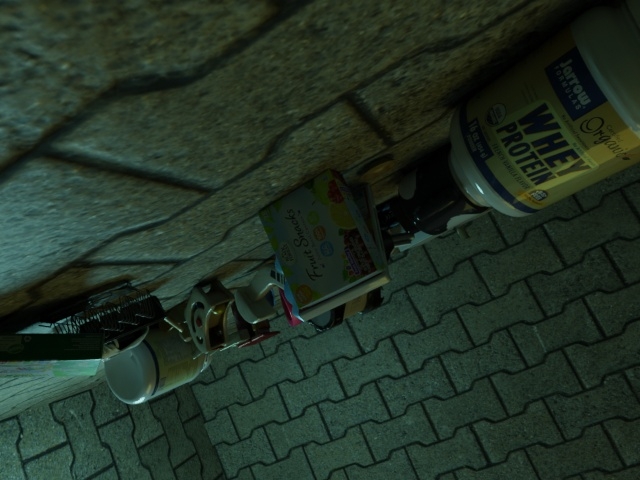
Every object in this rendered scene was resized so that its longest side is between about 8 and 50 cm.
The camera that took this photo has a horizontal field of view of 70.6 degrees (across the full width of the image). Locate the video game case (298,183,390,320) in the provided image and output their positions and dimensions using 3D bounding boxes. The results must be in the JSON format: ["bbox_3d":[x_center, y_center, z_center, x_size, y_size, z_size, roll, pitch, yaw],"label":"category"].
[{"bbox_3d":[0.038,0.017,0.974,0.204,0.285,0.025,-28,128,22],"label":"video game case"}]

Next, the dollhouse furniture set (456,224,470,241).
[{"bbox_3d":[0.584,-0.093,1.859,0.101,0.182,0.161,-26,170,6],"label":"dollhouse furniture set"}]

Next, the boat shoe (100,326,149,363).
[{"bbox_3d":[-0.626,0.302,1.323,0.084,0.095,0.258,-37,175,36],"label":"boat shoe"}]

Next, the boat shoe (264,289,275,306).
[{"bbox_3d":[-0.227,0.195,1.727,0.089,0.109,0.258,-16,153,-9],"label":"boat shoe"}]

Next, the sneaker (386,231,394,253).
[{"bbox_3d":[0.122,0.088,1.839,0.210,0.137,0.366,-16,162,-48],"label":"sneaker"}]

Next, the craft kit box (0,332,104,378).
[{"bbox_3d":[-0.575,0.232,0.897,0.250,0.061,0.247,6,158,-26],"label":"craft kit box"}]

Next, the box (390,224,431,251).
[{"bbox_3d":[0.405,-0.055,1.814,0.182,0.119,0.181,-32,167,37],"label":"box"}]

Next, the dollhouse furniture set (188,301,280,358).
[{"bbox_3d":[-0.340,0.310,1.747,0.152,0.201,0.374,-28,163,23],"label":"dollhouse furniture set"}]

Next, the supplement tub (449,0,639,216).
[{"bbox_3d":[0.388,-0.198,0.692,0.228,0.228,0.316,-15,166,-43],"label":"supplement tub"}]

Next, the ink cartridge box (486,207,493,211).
[{"bbox_3d":[0.530,-0.136,1.656,0.176,0.128,0.127,-17,168,-37],"label":"ink cartridge box"}]

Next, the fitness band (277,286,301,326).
[{"bbox_3d":[-0.130,0.234,1.773,0.054,0.209,0.291,-24,171,-12],"label":"fitness band"}]

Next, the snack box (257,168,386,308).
[{"bbox_3d":[0.000,0.000,0.854,0.174,0.207,0.070,-28,167,22],"label":"snack box"}]

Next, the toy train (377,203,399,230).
[{"bbox_3d":[0.193,-0.062,1.382,0.184,0.080,0.105,-27,175,35],"label":"toy train"}]

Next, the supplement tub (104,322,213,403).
[{"bbox_3d":[-0.575,0.427,1.640,0.235,0.235,0.325,-30,169,27],"label":"supplement tub"}]

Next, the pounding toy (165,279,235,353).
[{"bbox_3d":[-0.357,0.248,1.324,0.155,0.154,0.269,-16,150,-41],"label":"pounding toy"}]

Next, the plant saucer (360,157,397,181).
[{"bbox_3d":[0.115,-0.147,0.921,0.083,0.015,0.083,-24,170,-4],"label":"plant saucer"}]

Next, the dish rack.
[{"bbox_3d":[-0.473,0.170,1.003,0.208,0.074,0.271,-23,170,-12],"label":"dish rack"}]

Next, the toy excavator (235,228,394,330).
[{"bbox_3d":[-0.057,0.105,1.304,0.222,0.445,0.432,-13,121,-46],"label":"toy excavator"}]

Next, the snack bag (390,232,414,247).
[{"bbox_3d":[0.151,0.017,1.502,0.323,0.037,0.342,-11,-179,11],"label":"snack bag"}]

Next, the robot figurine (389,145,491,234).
[{"bbox_3d":[0.299,-0.116,1.058,0.174,0.209,0.278,26,140,-29],"label":"robot figurine"}]

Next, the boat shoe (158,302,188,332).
[{"bbox_3d":[-0.463,0.244,1.483,0.170,0.063,0.059,-31,-177,28],"label":"boat shoe"}]
